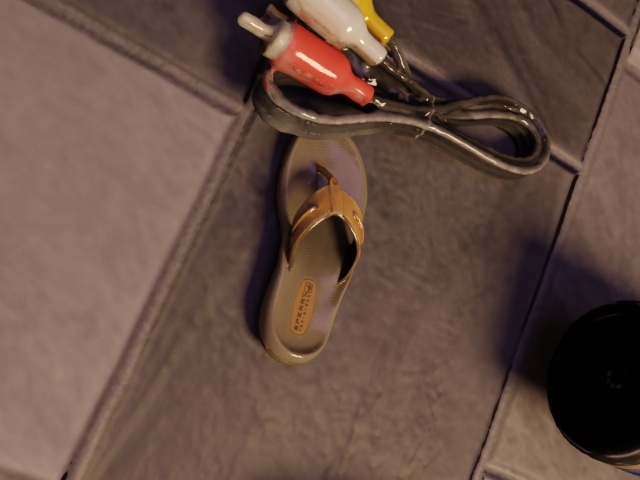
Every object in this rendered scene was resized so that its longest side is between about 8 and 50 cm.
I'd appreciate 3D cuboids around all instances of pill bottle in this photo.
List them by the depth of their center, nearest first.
[{"bbox_3d":[0.294,0.139,0.576,0.219,0.122,0.123,26,77,-31],"label":"pill bottle"}]

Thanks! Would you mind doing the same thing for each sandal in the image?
[{"bbox_3d":[0.000,0.000,0.515,0.072,0.049,0.180,16,76,-20],"label":"sandal"}]

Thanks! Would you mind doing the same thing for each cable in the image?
[{"bbox_3d":[0.065,-0.108,0.530,0.287,0.072,0.140,25,59,-16],"label":"cable"}]
